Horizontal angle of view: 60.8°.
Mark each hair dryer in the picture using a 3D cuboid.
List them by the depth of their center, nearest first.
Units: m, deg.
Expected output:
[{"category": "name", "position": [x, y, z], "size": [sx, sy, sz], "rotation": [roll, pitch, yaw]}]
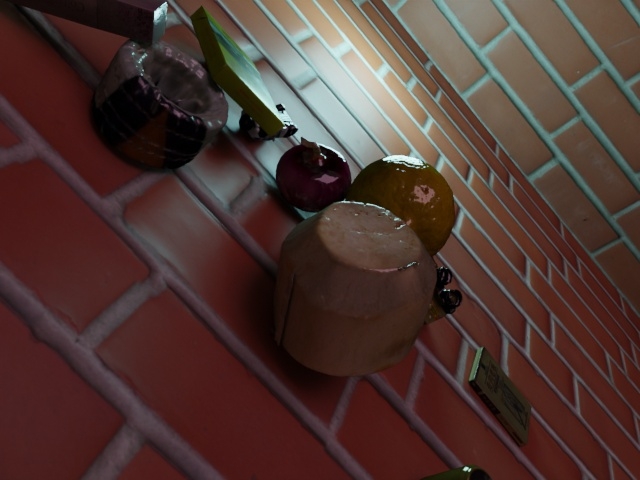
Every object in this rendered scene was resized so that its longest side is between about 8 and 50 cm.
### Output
[{"category": "hair dryer", "position": [0.193, 0.500, 0.968], "size": [0.279, 0.135, 0.090], "rotation": [-15, 72, -45]}]

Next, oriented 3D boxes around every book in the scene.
[{"category": "book", "position": [0.495, 0.421, 1.491], "size": [0.230, 0.026, 0.161], "rotation": [51, 33, -4]}]

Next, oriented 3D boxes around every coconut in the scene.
[{"category": "coconut", "position": [0.054, 0.095, 1.013], "size": [0.323, 0.323, 0.322], "rotation": [32, 39, -30]}]

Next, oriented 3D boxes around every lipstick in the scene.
[{"category": "lipstick", "position": [-0.433, -0.426, 0.949], "size": [0.318, 0.066, 0.068], "rotation": [16, 38, -3]}]

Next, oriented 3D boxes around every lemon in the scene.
[{"category": "lemon", "position": [0.173, -0.064, 1.204], "size": [0.267, 0.267, 0.267], "rotation": [32, 39, -30]}]

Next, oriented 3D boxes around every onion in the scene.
[{"category": "onion", "position": [-0.014, -0.147, 1.259], "size": [0.177, 0.153, 0.177], "rotation": [26, 45, -29]}]

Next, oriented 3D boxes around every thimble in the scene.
[{"category": "thimble", "position": [-0.300, -0.259, 1.016], "size": [0.237, 0.150, 0.237], "rotation": [33, 36, -28]}]

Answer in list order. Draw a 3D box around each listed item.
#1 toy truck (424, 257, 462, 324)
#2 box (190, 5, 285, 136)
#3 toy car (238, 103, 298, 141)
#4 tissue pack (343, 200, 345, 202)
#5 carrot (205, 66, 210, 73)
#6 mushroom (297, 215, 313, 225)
[{"category": "toy truck", "position": [0.238, 0.082, 1.383], "size": [0.127, 0.127, 0.256], "rotation": [-24, 92, -31]}, {"category": "box", "position": [-0.188, -0.377, 1.196], "size": [0.187, 0.047, 0.335], "rotation": [40, 17, -42]}, {"category": "toy car", "position": [-0.131, -0.282, 1.316], "size": [0.171, 0.070, 0.080], "rotation": [-18, 74, -57]}, {"category": "tissue pack", "position": [0.097, 0.056, 1.290], "size": [0.170, 0.071, 0.325], "rotation": [24, 43, -40]}, {"category": "carrot", "position": [-0.260, -0.396, 1.297], "size": [0.037, 0.037, 0.190], "rotation": [39, 39, -22]}, {"category": "mushroom", "position": [0.000, 0.000, 1.216], "size": [0.123, 0.052, 0.123], "rotation": [8, 53, -11]}]
